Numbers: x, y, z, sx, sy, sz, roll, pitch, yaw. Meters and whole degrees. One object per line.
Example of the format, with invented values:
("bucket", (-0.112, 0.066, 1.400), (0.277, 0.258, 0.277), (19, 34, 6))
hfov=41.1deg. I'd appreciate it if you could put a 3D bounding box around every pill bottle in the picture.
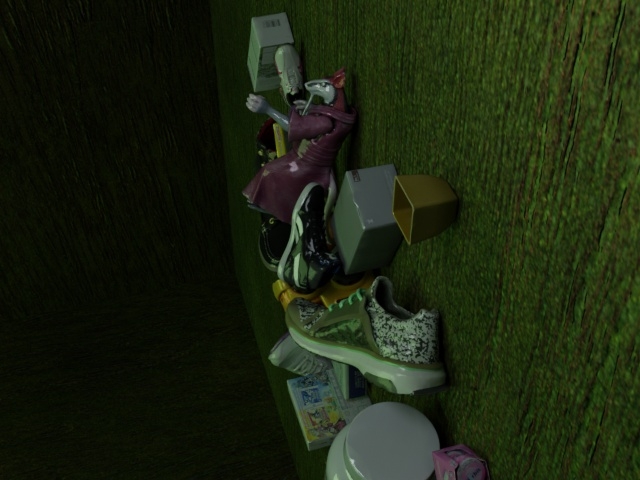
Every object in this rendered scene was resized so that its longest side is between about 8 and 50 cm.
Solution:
("pill bottle", (0.120, 0.487, 1.707), (0.407, 0.229, 0.229), (95, 159, -54))

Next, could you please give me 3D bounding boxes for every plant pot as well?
("plant pot", (0.165, -0.055, 1.326), (0.081, 0.083, 0.081), (89, 164, -44))

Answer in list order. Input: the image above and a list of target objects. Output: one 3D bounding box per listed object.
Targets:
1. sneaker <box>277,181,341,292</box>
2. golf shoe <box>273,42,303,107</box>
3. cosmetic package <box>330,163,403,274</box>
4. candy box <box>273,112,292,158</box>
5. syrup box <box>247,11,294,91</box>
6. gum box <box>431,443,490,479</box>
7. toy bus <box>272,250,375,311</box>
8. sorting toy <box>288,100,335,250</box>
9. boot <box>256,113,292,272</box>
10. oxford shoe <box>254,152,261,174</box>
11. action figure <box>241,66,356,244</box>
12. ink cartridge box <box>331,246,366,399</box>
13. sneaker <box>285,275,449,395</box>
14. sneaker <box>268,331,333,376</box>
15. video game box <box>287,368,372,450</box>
("sneaker", (0.000, 0.000, 1.727), (0.121, 0.079, 0.216), (23, 103, 30))
("golf shoe", (-0.069, -0.409, 2.136), (0.186, 0.068, 0.086), (79, 168, -51))
("cosmetic package", (0.092, -0.037, 1.652), (0.238, 0.107, 0.127), (114, 143, -66))
("candy box", (-0.063, -0.261, 2.084), (0.206, 0.027, 0.105), (-50, -45, -62))
("syrup box", (-0.136, -0.497, 2.278), (0.237, 0.093, 0.096), (113, 143, -70))
("gum box", (0.250, 0.447, 1.462), (0.107, 0.062, 0.188), (-174, 72, -77))
("toy bus", (0.028, 0.145, 1.855), (0.149, 0.220, 0.211), (118, 135, -75))
("sorting toy", (0.013, -0.150, 1.988), (0.126, 0.127, 0.365), (-7, 93, 49))
("boot", (-0.100, -0.126, 2.239), (0.377, 0.138, 0.284), (-85, -6, -49))
("oxford shoe", (-0.133, -0.251, 2.473), (0.076, 0.076, 0.212), (62, -144, -51))
("action figure", (-0.012, -0.185, 1.779), (0.276, 0.248, 0.370), (40, 126, 16))
("ink cartridge box", (0.044, 0.171, 2.152), (0.330, 0.072, 0.324), (-111, 14, -51))
("sneaker", (0.093, 0.148, 1.625), (0.410, 0.158, 0.181), (19, 101, 46))
("sneaker", (-0.022, 0.312, 2.266), (0.152, 0.114, 0.305), (49, -163, 24))
("video game box", (0.030, 0.418, 2.161), (0.205, 0.187, 0.048), (-113, 17, -46))
